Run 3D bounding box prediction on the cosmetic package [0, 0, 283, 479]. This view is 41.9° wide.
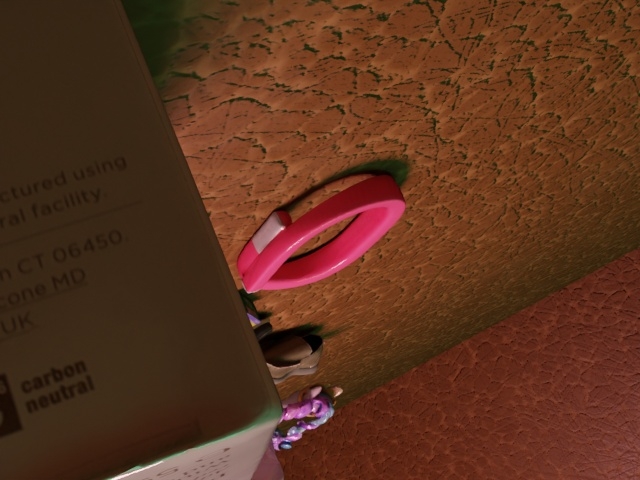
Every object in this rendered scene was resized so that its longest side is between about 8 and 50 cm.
[{"bbox_3d":[-0.243,0.060,0.562,0.329,0.328,0.394,-20,163,-13],"label":"cosmetic package"}]

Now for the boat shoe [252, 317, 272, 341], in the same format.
[{"bbox_3d":[-0.154,0.202,1.457,0.084,0.079,0.233,-25,-175,33],"label":"boat shoe"}]

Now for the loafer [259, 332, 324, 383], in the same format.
[{"bbox_3d":[-0.075,0.229,1.721,0.251,0.094,0.087,1,120,-61],"label":"loafer"}]

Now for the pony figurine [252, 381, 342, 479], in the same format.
[{"bbox_3d":[-0.169,0.386,1.793,0.363,0.303,0.351,-18,177,32],"label":"pony figurine"}]

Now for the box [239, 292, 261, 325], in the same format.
[{"bbox_3d":[-0.194,0.147,1.363,0.179,0.043,0.105,-24,163,4],"label":"box"}]

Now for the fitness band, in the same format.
[{"bbox_3d":[0.000,0.000,1.173,0.209,0.054,0.291,-13,161,-33],"label":"fitness band"}]
